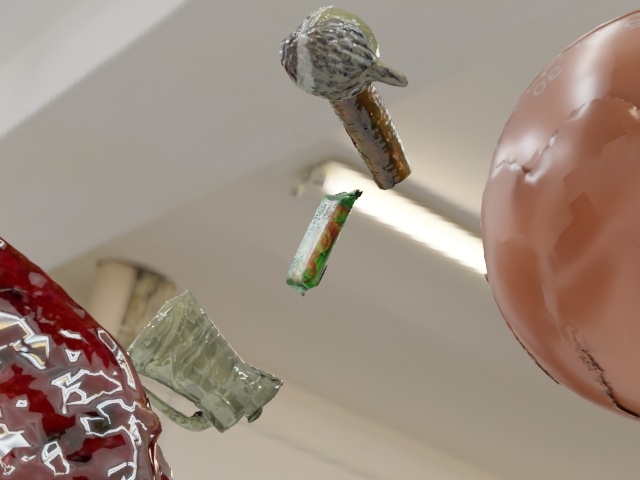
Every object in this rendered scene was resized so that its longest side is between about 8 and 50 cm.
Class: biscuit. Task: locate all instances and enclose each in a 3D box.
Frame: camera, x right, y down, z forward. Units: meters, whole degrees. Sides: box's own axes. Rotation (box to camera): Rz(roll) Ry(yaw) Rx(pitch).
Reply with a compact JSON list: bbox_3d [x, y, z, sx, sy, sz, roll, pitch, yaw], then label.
[{"bbox_3d":[0.000,0.000,1.044,0.016,0.089,0.046,28,-7,-22],"label":"biscuit"}]

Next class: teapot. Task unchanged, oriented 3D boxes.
[{"bbox_3d":[-0.069,0.077,0.808,0.083,0.067,0.057,39,15,-1],"label":"teapot"}]

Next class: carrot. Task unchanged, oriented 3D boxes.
[{"bbox_3d":[0.046,-0.164,1.750,0.070,0.070,0.260,1,-39,31],"label":"carrot"}]

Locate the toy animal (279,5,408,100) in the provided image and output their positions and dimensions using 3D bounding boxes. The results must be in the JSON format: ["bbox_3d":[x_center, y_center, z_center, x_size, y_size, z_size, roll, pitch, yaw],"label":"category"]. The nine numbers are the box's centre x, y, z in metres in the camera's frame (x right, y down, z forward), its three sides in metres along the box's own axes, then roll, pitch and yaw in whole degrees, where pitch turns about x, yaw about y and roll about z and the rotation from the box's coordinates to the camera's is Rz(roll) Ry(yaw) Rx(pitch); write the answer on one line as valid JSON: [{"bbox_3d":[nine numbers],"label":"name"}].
[{"bbox_3d":[0.019,-0.184,1.470,0.137,0.098,0.098,42,-8,30],"label":"toy animal"}]

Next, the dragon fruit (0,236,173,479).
[{"bbox_3d":[-0.207,0.079,0.563,0.317,0.152,0.205,20,-45,-6],"label":"dragon fruit"}]

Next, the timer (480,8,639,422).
[{"bbox_3d":[0.201,-0.013,0.756,0.229,0.229,0.215,13,21,7],"label":"timer"}]
